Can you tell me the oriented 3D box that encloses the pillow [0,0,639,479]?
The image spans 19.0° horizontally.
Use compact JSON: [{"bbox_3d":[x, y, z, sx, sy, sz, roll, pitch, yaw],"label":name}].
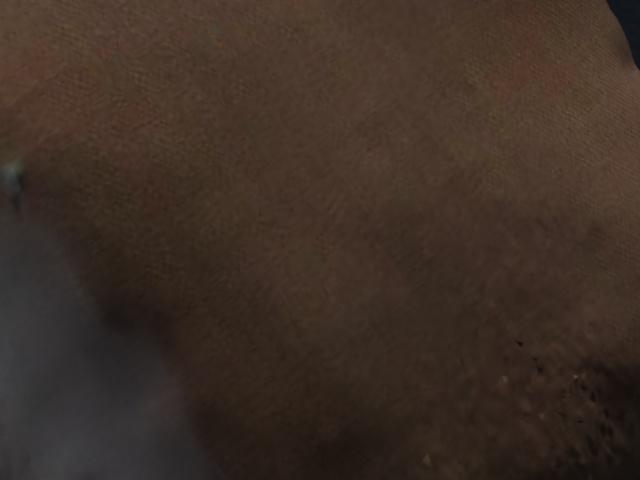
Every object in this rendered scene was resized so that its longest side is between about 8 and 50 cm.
[{"bbox_3d":[0.000,0.000,0.562,0.308,0.305,0.108,59,-31,-5],"label":"pillow"}]
